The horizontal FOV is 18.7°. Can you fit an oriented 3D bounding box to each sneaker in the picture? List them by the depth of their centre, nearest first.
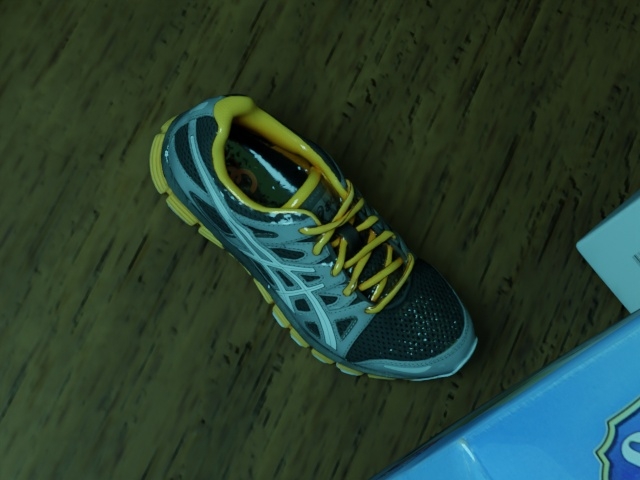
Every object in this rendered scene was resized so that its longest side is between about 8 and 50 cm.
[{"bbox_3d":[0.000,0.000,1.069,0.215,0.083,0.084,37,64,-5],"label":"sneaker"}]

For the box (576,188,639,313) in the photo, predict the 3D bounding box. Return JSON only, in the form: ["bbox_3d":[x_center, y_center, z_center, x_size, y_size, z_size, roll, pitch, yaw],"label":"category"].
[{"bbox_3d":[0.257,-0.029,1.136,0.170,0.130,0.091,-38,86,-24],"label":"box"}]

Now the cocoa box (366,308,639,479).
[{"bbox_3d":[0.148,0.168,0.916,0.231,0.347,0.228,-29,83,-24],"label":"cocoa box"}]
